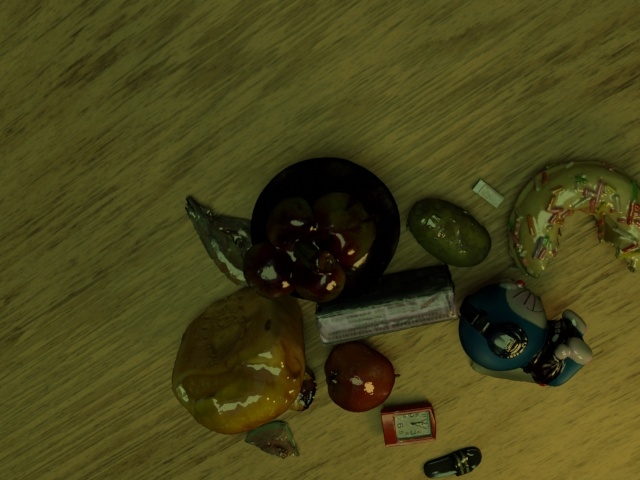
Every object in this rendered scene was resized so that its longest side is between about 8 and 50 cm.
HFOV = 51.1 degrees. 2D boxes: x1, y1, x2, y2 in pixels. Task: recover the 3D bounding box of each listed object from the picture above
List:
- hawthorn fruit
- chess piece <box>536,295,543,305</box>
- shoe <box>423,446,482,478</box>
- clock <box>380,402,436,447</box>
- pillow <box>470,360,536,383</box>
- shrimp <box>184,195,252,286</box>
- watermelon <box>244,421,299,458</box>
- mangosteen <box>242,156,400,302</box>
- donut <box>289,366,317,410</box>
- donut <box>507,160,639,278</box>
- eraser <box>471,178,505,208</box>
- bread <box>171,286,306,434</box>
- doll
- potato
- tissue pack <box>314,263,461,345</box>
[{"bbox_3d":[0.127,0.382,1.872,0.225,0.196,0.197,5,106,-22],"label":"hawthorn fruit"},{"bbox_3d":[0.606,0.240,1.840,0.060,0.060,0.172,-22,102,10],"label":"chess piece"},{"bbox_3d":[0.392,0.667,1.970,0.179,0.049,0.071,-20,102,10],"label":"shoe"},{"bbox_3d":[0.256,0.530,1.945,0.155,0.061,0.113,-7,103,4],"label":"clock"},{"bbox_3d":[0.553,0.349,1.846,0.253,0.078,0.144,9,146,2],"label":"pillow"},{"bbox_3d":[-0.250,-0.016,1.849,0.164,0.062,0.317,-39,88,-14],"label":"shrimp"},{"bbox_3d":[-0.146,0.593,1.996,0.155,0.080,0.101,6,96,20],"label":"watermelon"},{"bbox_3d":[0.000,0.000,1.642,0.381,0.435,0.382,7,126,10],"label":"mangosteen"},{"bbox_3d":[-0.073,0.425,1.947,0.140,0.059,0.141,1,105,5],"label":"donut"},{"bbox_3d":[0.672,-0.049,1.711,0.370,0.150,0.308,-2,104,7],"label":"donut"},{"bbox_3d":[0.446,-0.125,1.780,0.083,0.019,0.038,36,106,-4],"label":"eraser"},{"bbox_3d":[-0.200,0.334,1.784,0.361,0.394,0.250,-28,116,8],"label":"bread"},{"bbox_3d":[0.498,0.233,1.699,0.309,0.284,0.240,31,104,1],"label":"doll"},{"bbox_3d":[0.341,-0.018,1.772,0.251,0.113,0.149,28,92,-15],"label":"potato"},{"bbox_3d":[0.173,0.166,1.757,0.361,0.259,0.122,-11,99,9],"label":"tissue pack"}]
